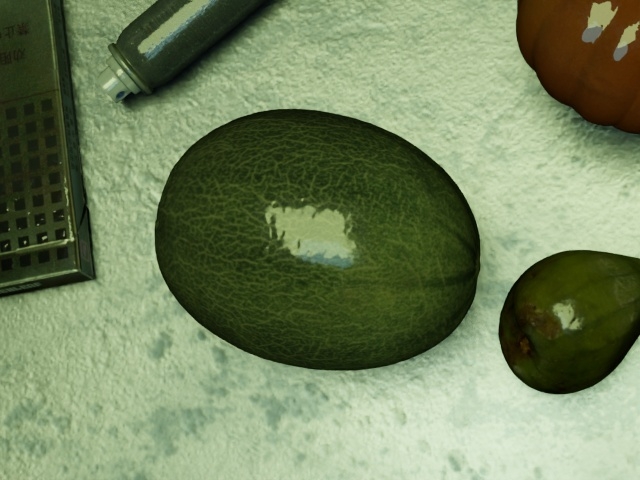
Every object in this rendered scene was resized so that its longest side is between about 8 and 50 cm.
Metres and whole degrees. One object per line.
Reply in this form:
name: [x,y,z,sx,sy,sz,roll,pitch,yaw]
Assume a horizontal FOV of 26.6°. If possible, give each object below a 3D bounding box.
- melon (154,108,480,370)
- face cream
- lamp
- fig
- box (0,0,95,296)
melon: [0.000,0.000,1.253,0.301,0.237,0.238,13,82,14]
face cream: [-0.116,-0.247,1.409,0.283,0.073,0.073,-40,74,3]
lamp: [0.288,-0.199,1.245,0.223,0.196,0.223,7,49,-8]
fig: [0.247,0.057,1.263,0.126,0.133,0.185,22,46,31]
box: [-0.349,-0.102,1.446,0.180,0.047,0.325,-11,78,10]
